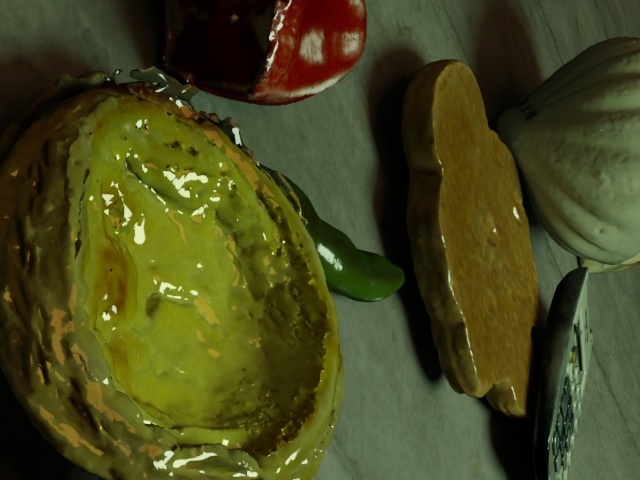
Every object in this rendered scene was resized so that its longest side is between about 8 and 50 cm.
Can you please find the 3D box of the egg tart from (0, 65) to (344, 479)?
[{"bbox_3d":[-0.092,0.035,0.592,0.279,0.095,0.278,35,42,-39],"label":"egg tart"}]

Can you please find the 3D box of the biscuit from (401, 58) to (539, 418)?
[{"bbox_3d":[0.153,0.007,1.013,0.269,0.051,0.375,-37,114,-57],"label":"biscuit"}]

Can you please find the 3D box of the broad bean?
[{"bbox_3d":[0.000,0.004,0.792,0.254,0.047,0.065,34,47,-49],"label":"broad bean"}]

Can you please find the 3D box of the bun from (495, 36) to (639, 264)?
[{"bbox_3d":[0.284,-0.110,1.138,0.263,0.175,0.263,-169,-90,-85],"label":"bun"}]

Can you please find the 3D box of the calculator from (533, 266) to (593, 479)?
[{"bbox_3d":[0.264,0.169,1.108,0.177,0.040,0.268,72,28,-44],"label":"calculator"}]

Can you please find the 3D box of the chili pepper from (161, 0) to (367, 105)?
[{"bbox_3d":[-0.019,-0.165,0.763,0.144,0.136,0.253,57,22,14],"label":"chili pepper"}]

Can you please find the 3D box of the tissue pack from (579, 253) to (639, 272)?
[{"bbox_3d":[0.429,-0.042,1.307,0.092,0.196,0.148,0,82,-56],"label":"tissue pack"}]
